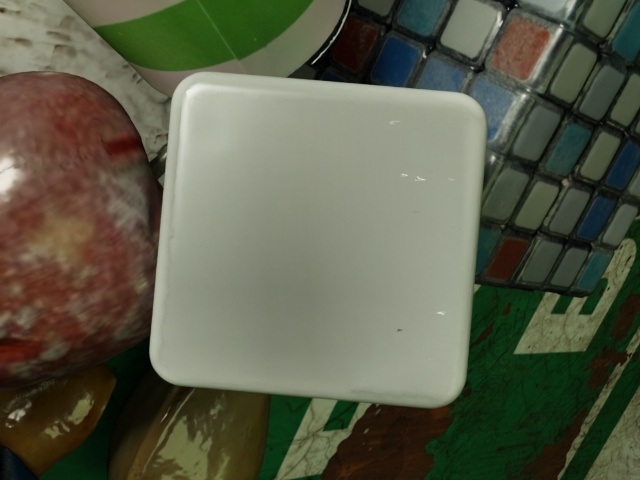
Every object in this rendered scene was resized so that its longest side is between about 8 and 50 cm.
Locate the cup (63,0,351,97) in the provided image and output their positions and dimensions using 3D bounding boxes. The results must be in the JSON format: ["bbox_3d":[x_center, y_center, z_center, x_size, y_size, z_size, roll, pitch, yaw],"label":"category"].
[{"bbox_3d":[-0.108,-0.240,0.572,0.253,0.253,0.274,-45,147,-8],"label":"cup"}]

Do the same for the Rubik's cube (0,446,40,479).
[{"bbox_3d":[-0.344,0.306,0.577,0.344,0.344,0.337,-37,112,-10],"label":"Rubik's cube"}]

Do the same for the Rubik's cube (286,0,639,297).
[{"bbox_3d":[0.160,-0.137,0.854,0.292,0.287,0.293,6,114,-46],"label":"Rubik's cube"}]

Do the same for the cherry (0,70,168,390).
[{"bbox_3d":[-0.205,-0.009,0.665,0.285,0.213,0.236,-39,124,-6],"label":"cherry"}]

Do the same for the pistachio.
[{"bbox_3d":[-0.138,0.201,0.925,0.213,0.163,0.260,-48,155,-65],"label":"pistachio"}]

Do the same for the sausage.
[{"bbox_3d":[-0.306,0.208,0.814,0.270,0.109,0.109,-46,140,-6],"label":"sausage"}]

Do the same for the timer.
[{"bbox_3d":[0.000,0.000,0.608,0.195,0.195,0.192,15,80,-88],"label":"timer"}]
